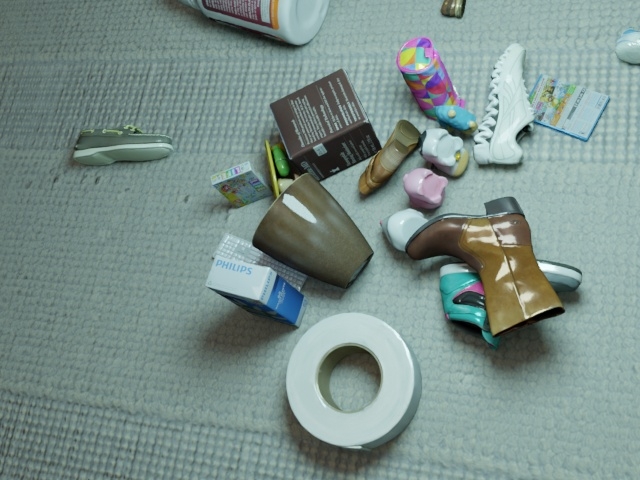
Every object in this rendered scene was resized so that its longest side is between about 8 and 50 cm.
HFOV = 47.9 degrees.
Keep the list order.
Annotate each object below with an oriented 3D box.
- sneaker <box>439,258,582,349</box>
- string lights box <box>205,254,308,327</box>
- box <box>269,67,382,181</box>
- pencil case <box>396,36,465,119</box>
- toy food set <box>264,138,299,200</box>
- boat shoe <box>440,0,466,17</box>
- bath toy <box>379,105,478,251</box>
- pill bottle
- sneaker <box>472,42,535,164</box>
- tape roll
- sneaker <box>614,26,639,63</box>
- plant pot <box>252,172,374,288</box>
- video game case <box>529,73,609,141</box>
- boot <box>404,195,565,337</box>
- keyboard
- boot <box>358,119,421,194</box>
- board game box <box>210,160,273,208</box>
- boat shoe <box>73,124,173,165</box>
[{"bbox_3d":[0.387,0.137,1.499,0.295,0.124,0.178,-3,66,25],"label":"sneaker"},{"bbox_3d":[-0.135,0.115,1.603,0.133,0.260,0.077,13,76,22],"label":"string lights box"},{"bbox_3d":[0.016,-0.271,1.741,0.203,0.168,0.167,-26,66,8],"label":"box"},{"bbox_3d":[0.256,-0.369,1.668,0.104,0.236,0.104,-10,67,24],"label":"pencil case"},{"bbox_3d":[-0.085,-0.151,1.767,0.071,0.128,0.218,-11,69,-4],"label":"toy food set"},{"bbox_3d":[0.342,-0.649,1.825,0.060,0.064,0.178,8,77,18],"label":"boat shoe"},{"bbox_3d":[0.241,-0.135,1.647,0.129,0.151,0.348,15,77,60],"label":"bath toy"},{"bbox_3d":[-0.190,-0.676,1.921,0.392,0.224,0.224,23,80,23],"label":"pill bottle"},{"bbox_3d":[0.439,-0.307,1.650,0.118,0.110,0.292,12,83,26],"label":"sneaker"},{"bbox_3d":[0.072,0.305,1.558,0.286,0.100,0.286,-6,70,16],"label":"tape roll"},{"bbox_3d":[0.779,-0.419,1.594,0.237,0.085,0.086,22,72,20],"label":"sneaker"},{"bbox_3d":[0.000,0.000,1.650,0.230,0.215,0.215,38,86,9],"label":"plant pot"},{"bbox_3d":[0.560,-0.307,1.662,0.166,0.015,0.119,27,82,24],"label":"video game case"},{"bbox_3d":[0.324,0.073,1.470,0.264,0.096,0.280,-16,58,8],"label":"boot"},{"bbox_3d":[-0.146,0.053,1.765,0.256,0.014,0.072,22,79,23],"label":"keyboard"},{"bbox_3d":[0.160,-0.200,1.716,0.073,0.197,0.152,41,127,-1],"label":"boot"},{"bbox_3d":[-0.190,-0.135,1.768,0.103,0.154,0.026,-21,66,11],"label":"board game box"},{"bbox_3d":[-0.534,-0.266,1.952,0.305,0.109,0.091,-3,75,21],"label":"boat shoe"}]
